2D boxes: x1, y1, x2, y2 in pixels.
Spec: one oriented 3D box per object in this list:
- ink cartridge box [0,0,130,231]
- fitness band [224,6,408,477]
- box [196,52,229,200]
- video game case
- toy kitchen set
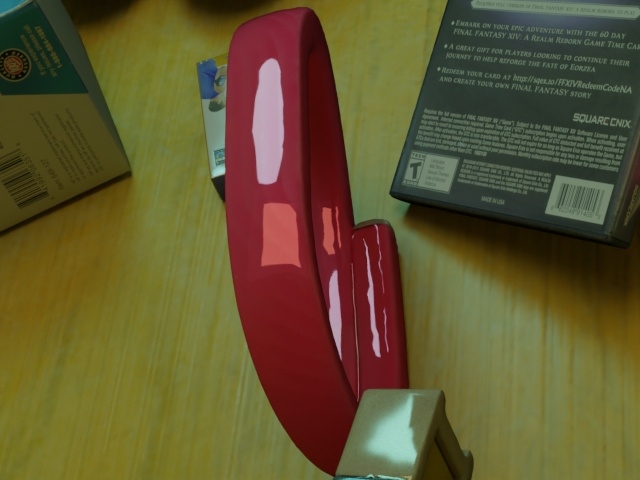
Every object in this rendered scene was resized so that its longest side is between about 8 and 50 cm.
[{"bbox_3d":[-0.286,-0.105,1.218,0.233,0.171,0.168,-25,46,-1],"label":"ink cartridge box"},{"bbox_3d":[0.000,0.000,0.988,0.054,0.209,0.291,-12,48,10],"label":"fitness band"},{"bbox_3d":[-0.039,-0.083,1.201,0.081,0.028,0.136,-17,45,7],"label":"box"},{"bbox_3d":[0.148,-0.142,1.053,0.196,0.026,0.274,14,86,52],"label":"video game case"},{"bbox_3d":[0.124,0.163,0.828,0.207,0.166,0.122,-1,51,21],"label":"toy kitchen set"}]
